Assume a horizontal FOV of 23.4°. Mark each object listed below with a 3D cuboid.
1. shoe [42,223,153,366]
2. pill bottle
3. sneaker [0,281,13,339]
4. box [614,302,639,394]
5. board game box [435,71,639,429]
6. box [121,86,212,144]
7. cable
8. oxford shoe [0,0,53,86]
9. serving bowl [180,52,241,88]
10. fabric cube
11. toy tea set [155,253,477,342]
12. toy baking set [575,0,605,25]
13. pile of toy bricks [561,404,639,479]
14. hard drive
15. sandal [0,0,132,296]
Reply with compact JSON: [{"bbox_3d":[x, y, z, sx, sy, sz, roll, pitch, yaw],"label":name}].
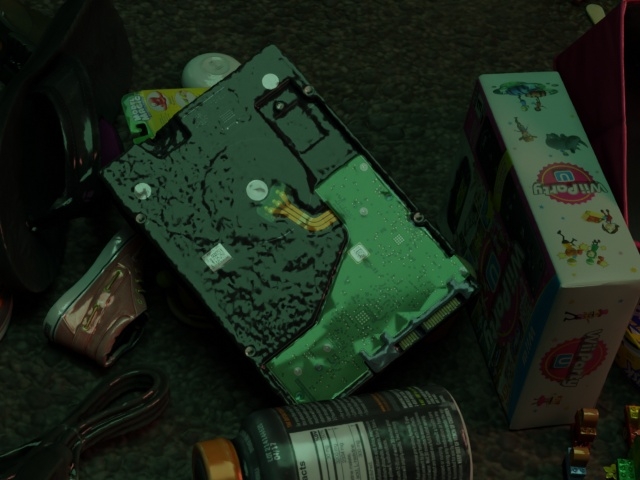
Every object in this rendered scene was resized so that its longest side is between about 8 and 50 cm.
[{"bbox_3d":[-0.203,0.055,1.600,0.081,0.063,0.178,28,54,15],"label":"shoe"},{"bbox_3d":[0.007,0.212,1.434,0.245,0.130,0.130,-6,48,-16],"label":"pill bottle"},{"bbox_3d":[-0.370,0.050,1.490,0.124,0.180,0.321,5,46,-5],"label":"sneaker"},{"bbox_3d":[0.356,0.126,1.628,0.059,0.054,0.169,-15,51,-22],"label":"box"},{"bbox_3d":[0.221,0.006,1.603,0.097,0.224,0.303,-3,47,-14],"label":"board game box"},{"bbox_3d":[-0.136,-0.122,1.756,0.179,0.043,0.105,-4,61,-31],"label":"box"},{"bbox_3d":[-0.251,0.215,1.461,0.139,0.072,0.287,8,31,22],"label":"cable"},{"bbox_3d":[-0.368,-0.250,1.864,0.096,0.083,0.227,-12,49,-42],"label":"oxford shoe"},{"bbox_3d":[-0.128,-0.203,1.881,0.083,0.027,0.083,5,45,-5],"label":"serving bowl"},{"bbox_3d":[0.400,-0.098,1.646,0.254,0.258,0.259,2,83,-8],"label":"fabric cube"},{"bbox_3d":[0.000,0.000,1.640,0.336,0.124,0.200,6,46,-3],"label":"toy tea set"},{"bbox_3d":[0.442,-0.311,2.080,0.256,0.030,0.197,-28,56,-31],"label":"toy baking set"},{"bbox_3d":[0.306,0.225,1.489,0.118,0.105,0.212,4,46,-5],"label":"pile of toy bricks"},{"bbox_3d":[-0.032,-0.004,1.568,0.237,0.064,0.339,-39,79,-11],"label":"hard drive"},{"bbox_3d":[-0.264,-0.128,1.676,0.107,0.168,0.446,-9,42,18],"label":"sandal"}]
